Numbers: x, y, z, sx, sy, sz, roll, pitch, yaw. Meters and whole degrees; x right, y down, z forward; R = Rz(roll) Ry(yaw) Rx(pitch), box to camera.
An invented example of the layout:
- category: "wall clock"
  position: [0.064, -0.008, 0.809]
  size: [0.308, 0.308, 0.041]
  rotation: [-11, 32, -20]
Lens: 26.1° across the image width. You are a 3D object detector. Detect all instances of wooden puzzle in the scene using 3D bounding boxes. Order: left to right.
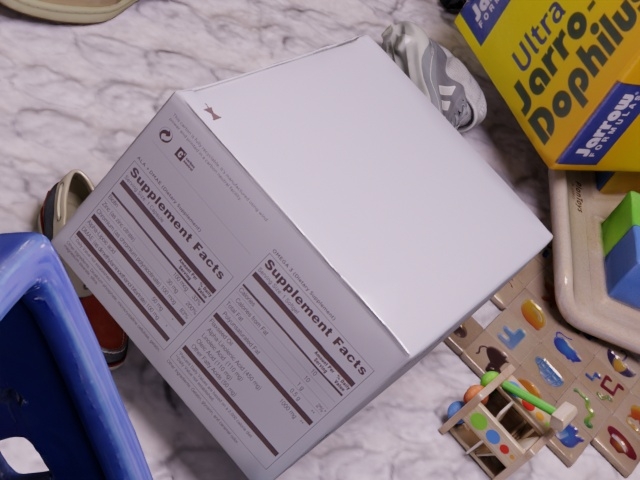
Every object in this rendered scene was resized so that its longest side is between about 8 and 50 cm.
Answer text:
- category: "wooden puzzle"
  position: [0.358, 0.000, 1.255]
  size: [0.348, 0.080, 0.322]
  rotation: [26, 39, -16]

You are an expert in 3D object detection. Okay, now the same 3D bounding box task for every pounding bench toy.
- category: "pounding bench toy"
  position: [0.135, 0.121, 0.979]
  size: [0.065, 0.083, 0.052]
  rotation: [48, 41, 9]

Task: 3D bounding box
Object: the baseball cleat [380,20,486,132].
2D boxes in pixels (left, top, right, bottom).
- category: "baseball cleat"
  position: [0.101, -0.104, 1.173]
  size: [0.109, 0.072, 0.206]
  rotation: [24, 46, -28]

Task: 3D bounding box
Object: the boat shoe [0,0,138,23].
- category: "boat shoe"
  position: [-0.151, -0.245, 1.095]
  size: [0.285, 0.089, 0.104]
  rotation: [-25, 71, -47]

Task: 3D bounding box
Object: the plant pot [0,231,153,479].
- category: "plant pot"
  position: [-0.210, 0.152, 0.554]
  size: [0.212, 0.236, 0.236]
  rotation: [1, 35, 23]

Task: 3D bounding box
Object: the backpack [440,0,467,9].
- category: "backpack"
  position: [0.210, -0.298, 1.354]
  size: [0.158, 0.173, 0.117]
  rotation: [16, 45, -24]

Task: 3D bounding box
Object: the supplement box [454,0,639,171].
- category: "supplement box"
  position: [0.338, -0.192, 1.233]
  size: [0.356, 0.194, 0.195]
  rotation: [-1, 49, -34]

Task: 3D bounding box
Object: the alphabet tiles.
- category: "alphabet tiles"
  position: [0.185, 0.076, 1.118]
  size: [0.237, 0.009, 0.198]
  rotation: [46, 40, 7]

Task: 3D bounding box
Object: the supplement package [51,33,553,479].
- category: "supplement package"
  position: [0.000, 0.000, 0.903]
  size: [0.204, 0.145, 0.262]
  rotation: [48, 31, 7]

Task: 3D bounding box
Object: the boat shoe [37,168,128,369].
- category: "boat shoe"
  position: [-0.150, 0.018, 0.889]
  size: [0.049, 0.043, 0.137]
  rotation: [4, 52, -37]
